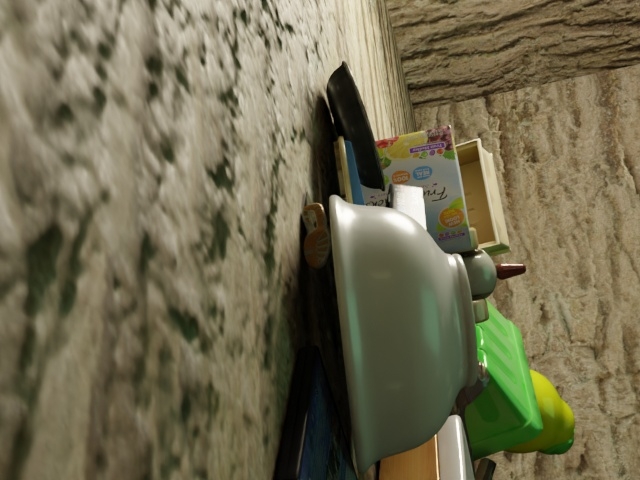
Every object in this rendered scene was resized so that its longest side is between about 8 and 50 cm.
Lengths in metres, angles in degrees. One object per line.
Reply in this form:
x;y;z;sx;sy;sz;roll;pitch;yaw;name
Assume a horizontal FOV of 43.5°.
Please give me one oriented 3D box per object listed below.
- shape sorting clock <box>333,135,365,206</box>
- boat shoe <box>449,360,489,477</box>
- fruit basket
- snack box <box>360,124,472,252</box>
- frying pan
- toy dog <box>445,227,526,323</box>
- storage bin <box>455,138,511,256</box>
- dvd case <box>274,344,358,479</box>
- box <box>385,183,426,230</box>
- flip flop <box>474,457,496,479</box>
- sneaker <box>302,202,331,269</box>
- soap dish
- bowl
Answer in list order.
0.038;-0.036;1.069;0.206;0.040;0.206;-11;90;-90;shape sorting clock
0.184;0.205;1.223;0.132;0.130;0.355;-88;177;-80;boat shoe
0.344;0.326;1.656;0.392;0.283;0.392;55;20;-31;fruit basket
0.139;-0.072;1.275;0.070;0.175;0.207;63;19;-54;snack box
0.039;-0.200;1.213;0.326;0.053;0.197;-108;180;-51;frying pan
0.235;0.057;1.396;0.333;0.161;0.220;-130;-143;-69;toy dog
0.310;-0.076;1.973;0.123;0.261;0.262;17;61;-58;storage bin
0.011;0.246;0.717;0.180;0.022;0.252;-81;157;-63;dvd case
0.099;0.056;1.084;0.175;0.051;0.220;-79;178;-64;box
0.269;0.508;1.546;0.112;0.080;0.277;-64;166;-45;flip flop
0.000;0.000;0.864;0.037;0.032;0.083;66;18;-51;sneaker
0.153;0.395;1.050;0.229;0.118;0.290;-74;152;-67;soap dish
0.090;0.091;0.857;0.298;0.134;0.297;-5;90;-88;bowl
